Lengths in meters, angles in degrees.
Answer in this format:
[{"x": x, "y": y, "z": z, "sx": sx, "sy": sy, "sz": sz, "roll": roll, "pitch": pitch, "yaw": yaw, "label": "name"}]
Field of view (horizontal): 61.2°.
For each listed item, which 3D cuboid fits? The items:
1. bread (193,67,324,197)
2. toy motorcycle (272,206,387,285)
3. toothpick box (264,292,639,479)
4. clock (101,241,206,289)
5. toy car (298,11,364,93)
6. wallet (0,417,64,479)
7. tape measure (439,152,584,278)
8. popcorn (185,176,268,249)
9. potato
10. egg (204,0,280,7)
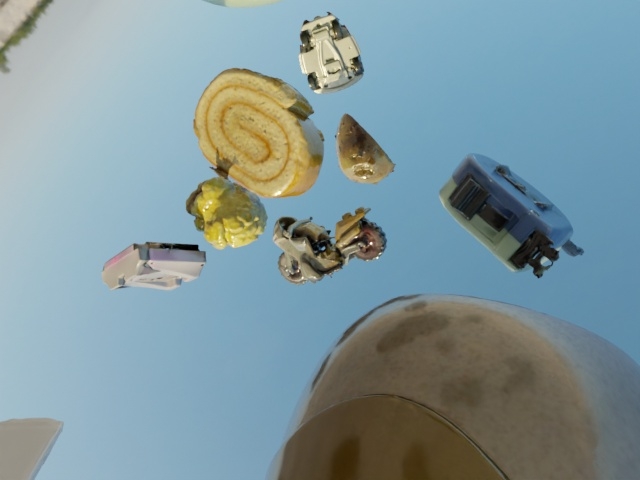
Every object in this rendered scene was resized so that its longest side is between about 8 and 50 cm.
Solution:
[{"x": -0.066, "y": -0.117, "z": 0.585, "sx": 0.149, "sy": 0.073, "sz": 0.122, "roll": 32, "pitch": -72, "yaw": 16, "label": "bread"}, {"x": 0.000, "y": 0.000, "z": 0.938, "sx": 0.229, "sy": 0.129, "sz": 0.094, "roll": -21, "pitch": -173, "yaw": 35, "label": "toy motorcycle"}, {"x": 0.141, "y": 0.303, "z": 0.539, "sx": 0.409, "sy": 0.409, "sz": 0.425, "roll": -3, "pitch": -122, "yaw": 47, "label": "toothpick box"}, {"x": -0.437, "y": 0.074, "z": 1.418, "sx": 0.253, "sy": 0.187, "sz": 0.083, "roll": -24, "pitch": -111, "yaw": 45, "label": "clock"}, {"x": 0.014, "y": -0.360, "z": 1.009, "sx": 0.112, "sy": 0.139, "sz": 0.112, "roll": -16, "pitch": -139, "yaw": 10, "label": "toy car"}, {"x": -0.426, "y": 0.309, "z": 0.704, "sx": 0.124, "sy": 0.031, "sz": 0.182, "roll": -6, "pitch": -153, "yaw": 6, "label": "wallet"}, {"x": 0.335, "y": -0.047, "z": 0.898, "sx": 0.215, "sy": 0.351, "sz": 0.097, "roll": 46, "pitch": -65, "yaw": 23, "label": "tape measure"}, {"x": -0.243, "y": -0.086, "z": 1.431, "sx": 0.201, "sy": 0.203, "sz": 0.226, "roll": -10, "pitch": -146, "yaw": 24, "label": "popcorn"}, {"x": 0.074, "y": -0.195, "z": 1.164, "sx": 0.101, "sy": 0.172, "sz": 0.089, "roll": -40, "pitch": 174, "yaw": 4, "label": "potato"}, {"x": -0.086, "y": -0.503, "z": 0.796, "sx": 0.389, "sy": 0.276, "sz": 0.275, "roll": -15, "pitch": -133, "yaw": 31, "label": "egg"}]
